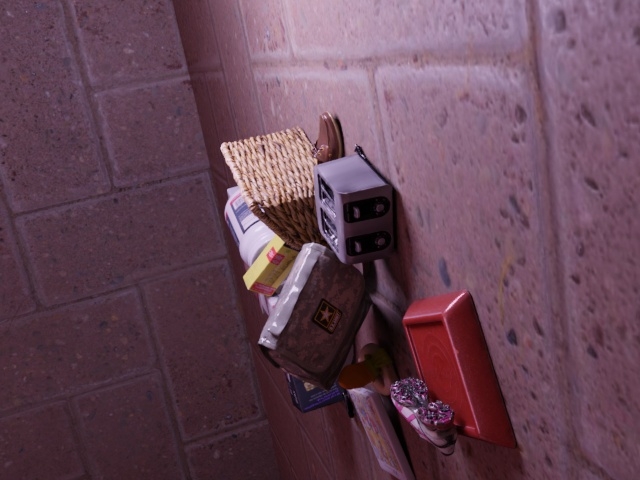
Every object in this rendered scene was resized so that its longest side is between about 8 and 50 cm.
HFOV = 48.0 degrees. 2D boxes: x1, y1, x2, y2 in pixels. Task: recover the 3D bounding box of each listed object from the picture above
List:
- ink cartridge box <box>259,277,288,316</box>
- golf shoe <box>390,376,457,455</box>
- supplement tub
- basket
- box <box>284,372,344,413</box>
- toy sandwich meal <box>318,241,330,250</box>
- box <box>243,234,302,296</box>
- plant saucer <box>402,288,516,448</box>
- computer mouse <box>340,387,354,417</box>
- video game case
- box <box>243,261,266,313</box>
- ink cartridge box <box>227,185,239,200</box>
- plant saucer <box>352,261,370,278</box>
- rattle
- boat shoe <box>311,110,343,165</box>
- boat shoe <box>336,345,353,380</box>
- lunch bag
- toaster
[{"bbox_3d":[-0.076,0.177,2.085,0.218,0.159,0.092,-136,32,-63],"label":"ink cartridge box"},{"bbox_3d":[0.175,0.306,1.256,0.186,0.068,0.085,-140,36,-66],"label":"golf shoe"},{"bbox_3d":[-0.166,-0.028,2.155,0.272,0.191,0.191,-119,20,-45],"label":"supplement tub"},{"bbox_3d":[-0.103,-0.110,1.771,0.299,0.223,0.213,-121,21,-45],"label":"basket"},{"bbox_3d":[-0.039,0.358,2.156,0.165,0.144,0.270,166,89,-78],"label":"box"},{"bbox_3d":[0.000,0.000,1.878,0.085,0.029,0.085,165,90,-76],"label":"toy sandwich meal"},{"bbox_3d":[-0.114,0.048,1.994,0.232,0.087,0.058,-50,41,21],"label":"box"},{"bbox_3d":[0.221,0.223,1.234,0.258,0.048,0.258,144,109,-75],"label":"plant saucer"},{"bbox_3d":[0.067,0.394,2.029,0.071,0.041,0.242,-118,10,-69],"label":"computer mouse"},{"bbox_3d":[0.145,0.469,1.752,0.226,0.026,0.206,67,165,1],"label":"video game case"},{"bbox_3d":[-0.175,0.110,2.459,0.148,0.127,0.232,90,160,-45],"label":"box"},{"bbox_3d":[-0.228,-0.095,2.426,0.082,0.140,0.190,-126,25,-50],"label":"ink cartridge box"},{"bbox_3d":[0.074,0.017,1.618,0.168,0.029,0.168,165,90,-75],"label":"plant saucer"},{"bbox_3d":[0.090,0.320,1.655,0.130,0.143,0.200,52,158,-5],"label":"rattle"},{"bbox_3d":[0.013,-0.194,1.572,0.064,0.060,0.177,-125,25,-54],"label":"boat shoe"},{"bbox_3d":[0.013,0.211,1.900,0.158,0.127,0.340,-113,23,-52],"label":"boat shoe"},{"bbox_3d":[-0.014,0.161,1.500,0.169,0.235,0.287,21,163,20],"label":"lunch bag"},{"bbox_3d":[0.064,-0.069,1.406,0.185,0.110,0.168,-124,25,-53],"label":"toaster"}]
